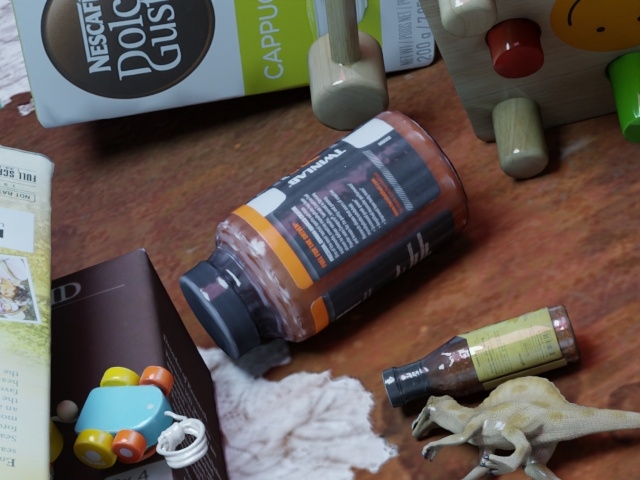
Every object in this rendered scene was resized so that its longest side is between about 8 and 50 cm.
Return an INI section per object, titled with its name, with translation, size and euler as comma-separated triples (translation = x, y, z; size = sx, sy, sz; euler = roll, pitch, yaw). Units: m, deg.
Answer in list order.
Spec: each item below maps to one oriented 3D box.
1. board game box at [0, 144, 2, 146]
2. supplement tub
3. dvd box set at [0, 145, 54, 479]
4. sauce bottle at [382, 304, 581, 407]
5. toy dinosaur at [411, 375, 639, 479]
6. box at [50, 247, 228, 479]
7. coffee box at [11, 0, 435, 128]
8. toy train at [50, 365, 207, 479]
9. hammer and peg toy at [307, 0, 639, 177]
[board game box]
translation = -0.303, 0.027, 1.484
size = 0.160, 0.047, 0.210
euler = -23, 39, 1
[supplement tub]
translation = 0.000, 0.000, 1.320
size = 0.198, 0.106, 0.106
euler = -34, 40, -15
[dvd box set]
translation = -0.298, 0.057, 1.019
size = 0.307, 0.062, 0.420
euler = 10, 32, -16
[sauce bottle]
translation = 0.104, 0.078, 1.229
size = 0.128, 0.042, 0.042
euler = -16, 39, 5
[toy dinosaur]
translation = 0.130, 0.118, 1.161
size = 0.183, 0.053, 0.092
euler = -1, 42, 25
[box]
translation = -0.152, 0.191, 1.148
size = 0.191, 0.143, 0.381
euler = -20, 37, 3
[coffee box]
translation = -0.108, -0.339, 1.532
size = 0.334, 0.338, 0.338
euler = -9, 39, -5
[toy train]
translation = -0.139, 0.141, 1.059
size = 0.166, 0.046, 0.125
euler = -29, 40, -5
[hammer and peg toy]
translation = 0.149, -0.158, 1.309
size = 0.361, 0.266, 0.127
euler = -13, 58, 11
